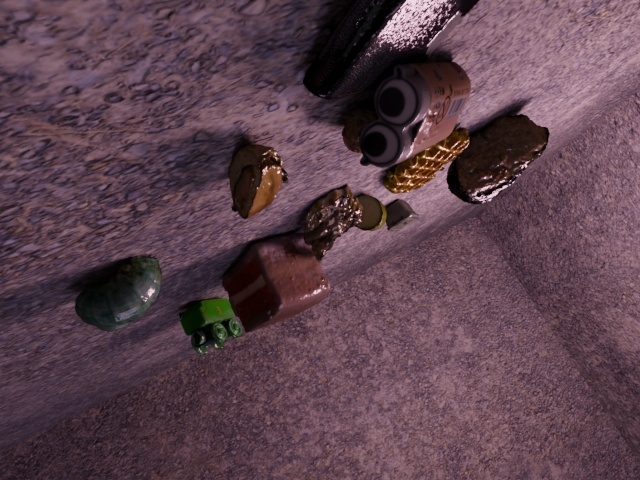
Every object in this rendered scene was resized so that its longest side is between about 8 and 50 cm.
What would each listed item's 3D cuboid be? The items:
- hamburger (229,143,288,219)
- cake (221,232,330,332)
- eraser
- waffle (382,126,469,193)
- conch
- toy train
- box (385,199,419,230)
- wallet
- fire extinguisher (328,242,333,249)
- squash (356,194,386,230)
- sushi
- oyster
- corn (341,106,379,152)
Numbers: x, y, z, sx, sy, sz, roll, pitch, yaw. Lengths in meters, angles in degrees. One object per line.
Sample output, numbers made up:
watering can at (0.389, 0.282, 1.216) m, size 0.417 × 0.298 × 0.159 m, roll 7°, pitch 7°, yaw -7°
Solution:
hamburger at (-0.114, -0.123, 0.759) m, size 0.102 × 0.087 × 0.176 m, roll -34°, pitch 164°, yaw -35°
cake at (-0.153, 0.143, 1.331) m, size 0.230 × 0.237 × 0.309 m, roll -14°, pitch 162°, yaw -38°
eraser at (0.185, -0.235, 0.741) m, size 0.290 × 0.087 × 0.171 m, roll -34°, pitch 149°, yaw -50°
waffle at (0.330, -0.238, 1.260) m, size 0.283 × 0.065 × 0.309 m, roll -27°, pitch 168°, yaw -7°
conch at (-0.452, 0.130, 0.913) m, size 0.188 × 0.122 × 0.176 m, roll -30°, pitch -169°, yaw 21°
toy train at (-0.412, 0.318, 1.531) m, size 0.132 × 0.188 × 0.243 m, roll -34°, pitch 167°, yaw 15°
box at (0.327, -0.106, 1.678) m, size 0.124 × 0.093 × 0.172 m, roll -35°, pitch 166°, yaw 21°
wallet at (0.121, -0.306, 0.585) m, size 0.262 × 0.071 × 0.221 m, roll -27°, pitch 168°, yaw -40°
fire extinguisher at (0.000, 0.000, 1.437) m, size 0.089 × 0.072 × 0.268 m, roll -49°, pitch 167°, yaw -4°
squash at (0.174, -0.091, 1.383) m, size 0.123 × 0.123 × 0.186 m, roll -33°, pitch 169°, yaw 17°
sushi at (0.584, -0.277, 1.346) m, size 0.350 × 0.211 × 0.171 m, roll -34°, pitch 162°, yaw 0°
oyster at (0.039, -0.054, 1.217) m, size 0.214 × 0.083 × 0.223 m, roll -38°, pitch 144°, yaw -6°
corn at (0.143, -0.226, 0.863) m, size 0.092 × 0.092 × 0.280 m, roll -38°, pitch 165°, yaw 34°
